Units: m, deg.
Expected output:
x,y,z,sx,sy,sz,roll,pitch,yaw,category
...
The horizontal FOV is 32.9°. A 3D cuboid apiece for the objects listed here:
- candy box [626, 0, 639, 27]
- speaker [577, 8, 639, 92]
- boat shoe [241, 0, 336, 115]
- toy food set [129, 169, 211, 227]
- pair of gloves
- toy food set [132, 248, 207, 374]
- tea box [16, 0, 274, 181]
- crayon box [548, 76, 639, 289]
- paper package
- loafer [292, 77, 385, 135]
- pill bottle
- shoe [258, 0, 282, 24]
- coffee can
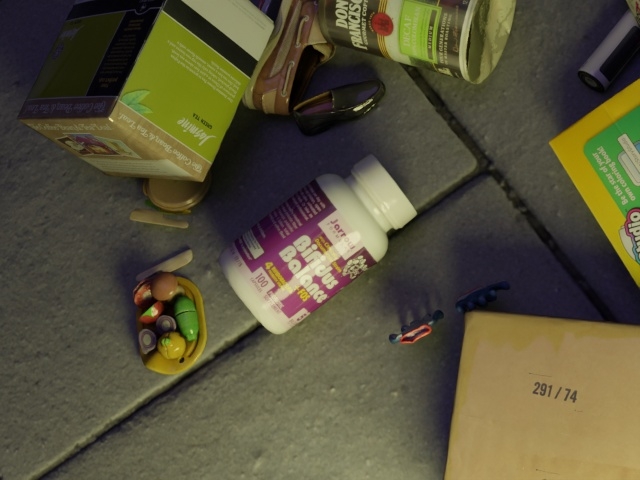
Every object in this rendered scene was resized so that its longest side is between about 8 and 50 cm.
x,y,z,sx,sy,sz,roll,pitch,yaw,category
0.603,-0.407,1.702,0.233,0.071,0.159,-16,62,-2,candy box
0.477,-0.307,1.749,0.055,0.055,0.136,37,84,29,speaker
-0.022,-0.362,1.939,0.116,0.123,0.324,26,86,21,boat shoe
-0.258,-0.105,1.965,0.132,0.038,0.192,11,67,17,toy food set
0.193,0.111,1.633,0.198,0.159,0.023,-27,90,4,pair of gloves
-0.271,0.117,1.850,0.128,0.071,0.218,-19,63,13,toy food set
-0.309,-0.295,1.897,0.329,0.220,0.324,8,69,49,tea box
0.555,-0.082,1.559,0.313,0.106,0.363,-36,58,21,crayon box
0.347,0.269,1.492,0.324,0.168,0.310,4,71,22,paper package
0.032,-0.239,1.889,0.170,0.061,0.062,-27,60,8,loafer
0.000,0.000,1.738,0.301,0.169,0.169,-38,60,3,pill bottle
-0.095,-0.474,2.040,0.081,0.063,0.178,14,69,27,shoe
0.163,-0.394,1.817,0.275,0.201,0.202,20,76,24,coffee can
